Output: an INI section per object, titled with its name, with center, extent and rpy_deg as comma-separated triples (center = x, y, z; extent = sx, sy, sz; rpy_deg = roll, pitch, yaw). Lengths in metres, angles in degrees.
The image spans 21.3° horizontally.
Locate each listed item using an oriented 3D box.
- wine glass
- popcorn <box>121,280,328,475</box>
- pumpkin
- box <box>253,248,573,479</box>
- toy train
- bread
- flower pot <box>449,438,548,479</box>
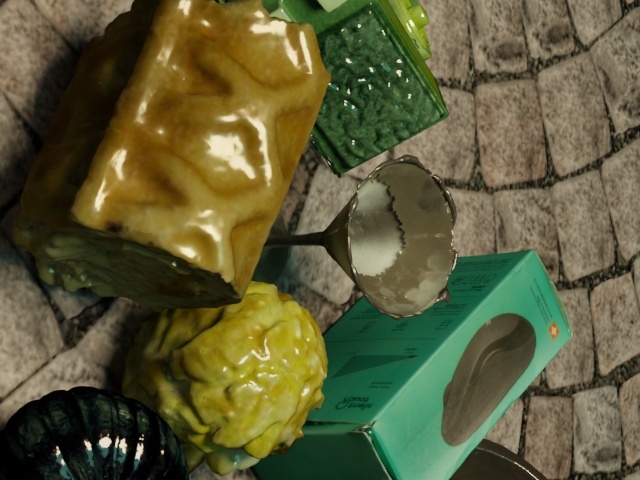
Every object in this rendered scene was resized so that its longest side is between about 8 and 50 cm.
[wine glass]
center = 0.000, 0.000, 1.627
extent = 0.156, 0.232, 0.156
rpy_deg = 2, 87, -44
[popcorn]
center = -0.091, 0.137, 1.584
extent = 0.198, 0.198, 0.212
rpy_deg = -15, 121, -44
[pumpkin]
center = -0.205, 0.218, 1.475
extent = 0.194, 0.150, 0.194
rpy_deg = -35, 140, -36
[box]
center = 0.089, 0.141, 1.732
extent = 0.311, 0.205, 0.118
rpy_deg = -43, 113, -37
[toy train]
center = 0.014, -0.205, 1.649
extent = 0.271, 0.159, 0.188
rpy_deg = 55, 14, -33
[bread]
center = -0.136, -0.075, 1.502
extent = 0.196, 0.239, 0.252
rpy_deg = 35, 57, -39
[flower pot]
center = 0.139, 0.354, 1.768
extent = 0.269, 0.166, 0.269
rpy_deg = 17, 44, -18
